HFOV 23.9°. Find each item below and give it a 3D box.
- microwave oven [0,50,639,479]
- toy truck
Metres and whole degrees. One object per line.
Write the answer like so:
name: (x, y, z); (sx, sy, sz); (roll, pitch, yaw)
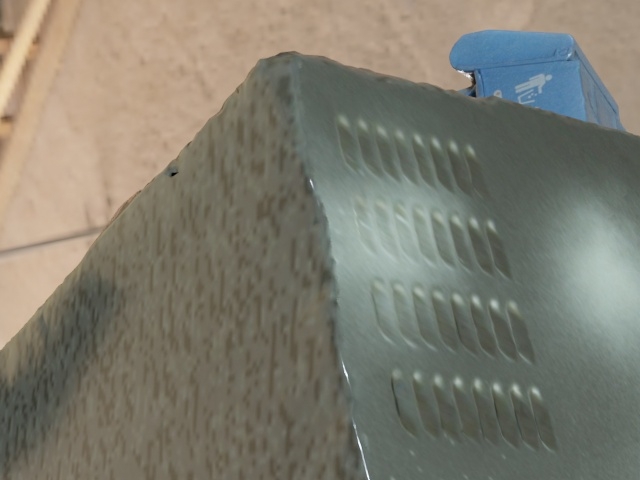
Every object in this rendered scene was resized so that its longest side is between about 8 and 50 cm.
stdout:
microwave oven: (-0.014, 0.166, 0.707); (0.432, 0.236, 0.374); (-43, 47, 42)
toy truck: (0.173, -0.013, 1.292); (0.175, 0.146, 0.367); (-19, 54, 25)
